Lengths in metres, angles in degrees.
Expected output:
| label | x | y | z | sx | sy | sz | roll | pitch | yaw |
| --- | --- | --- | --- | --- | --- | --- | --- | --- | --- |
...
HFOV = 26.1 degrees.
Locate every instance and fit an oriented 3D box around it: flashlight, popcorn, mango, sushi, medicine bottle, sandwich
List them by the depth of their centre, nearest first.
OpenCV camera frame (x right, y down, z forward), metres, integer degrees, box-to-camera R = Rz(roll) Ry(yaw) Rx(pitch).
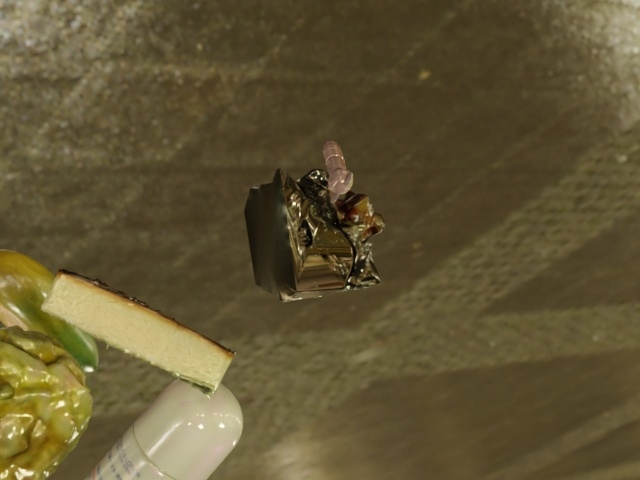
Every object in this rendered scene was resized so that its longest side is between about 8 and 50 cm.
| label | x | y | z | sx | sy | sz | roll | pitch | yaw |
| --- | --- | --- | --- | --- | --- | --- | --- | --- | --- |
| sandwich | -0.173 | 0.095 | 1.398 | 0.058 | 0.193 | 0.162 | -64 | 174 | -4 |
| popcorn | -0.335 | 0.177 | 1.447 | 0.185 | 0.167 | 0.187 | -57 | 174 | 30 |
| flashlight | 0.024 | -0.094 | 1.824 | 0.031 | 0.110 | 0.052 | 23 | 121 | -25 |
| medicine bottle | -0.239 | 0.326 | 1.912 | 0.341 | 0.130 | 0.130 | -49 | 151 | 16 |
| mango | -0.430 | 0.111 | 2.098 | 0.137 | 0.237 | 0.091 | 9 | -133 | 41 |
| sushi | 0.000 | 0.000 | 2.353 | 0.212 | 0.216 | 0.227 | -3 | 168 | -18 |
